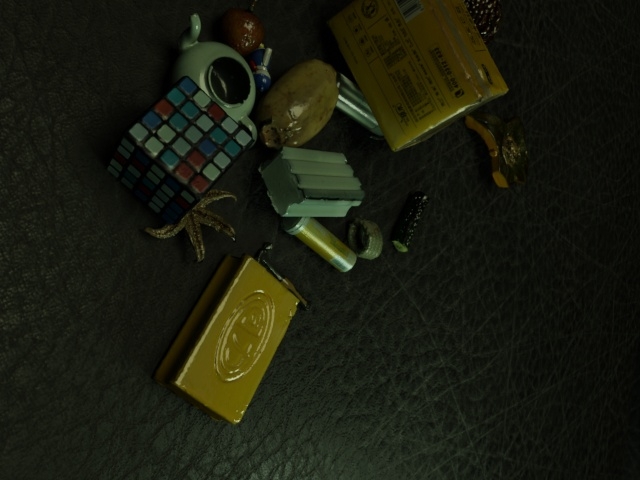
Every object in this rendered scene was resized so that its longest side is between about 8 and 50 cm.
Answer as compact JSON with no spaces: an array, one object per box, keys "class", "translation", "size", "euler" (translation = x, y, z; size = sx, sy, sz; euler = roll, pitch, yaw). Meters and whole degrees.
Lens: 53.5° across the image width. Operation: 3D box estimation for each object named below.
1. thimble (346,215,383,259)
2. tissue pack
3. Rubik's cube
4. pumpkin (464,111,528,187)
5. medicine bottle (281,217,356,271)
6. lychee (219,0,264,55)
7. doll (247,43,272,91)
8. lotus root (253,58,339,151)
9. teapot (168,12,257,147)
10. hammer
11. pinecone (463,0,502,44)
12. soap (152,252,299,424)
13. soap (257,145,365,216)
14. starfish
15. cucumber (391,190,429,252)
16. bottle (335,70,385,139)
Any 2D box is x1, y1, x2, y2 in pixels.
[{"class":"thimble","translation":[0.116,-0.007,1.659],"size":[0.062,0.084,0.110],"euler":[13,63,-44]},{"class":"tissue pack","translation":[0.241,-0.458,1.587],"size":[0.228,0.293,0.382],"euler":[-23,86,-53]},{"class":"Rubik's cube","translation":[-0.273,-0.168,1.224],"size":[0.182,0.184,0.187],"euler":[43,58,-13]},{"class":"pumpkin","translation":[0.607,-0.304,2.117],"size":[0.290,0.095,0.258],"euler":[-11,91,-45]},{"class":"medicine bottle","translation":[0.000,0.000,1.567],"size":[0.218,0.074,0.074],"euler":[40,63,-36]},{"class":"lychee","translation":[-0.173,-0.481,1.414],"size":[0.114,0.101,0.140],"euler":[-24,119,-72]},{"class":"doll","translation":[-0.137,-0.388,1.440],"size":[0.057,0.099,0.143],"euler":[15,51,-30]},{"class":"lotus root","translation":[-0.045,-0.323,1.490],"size":[0.146,0.160,0.284],"euler":[29,57,9]},{"class":"teapot","translation":[-0.221,-0.323,1.341],"size":[0.193,0.129,0.294],"euler":[-44,116,-34]},{"class":"hammer","translation":[-0.089,0.099,1.510],"size":[0.201,0.021,0.078],"euler":[52,57,-26]},{"class":"pinecone","translation":[0.444,-0.669,1.928],"size":[0.221,0.221,0.222],"euler":[3,86,-42]},{"class":"soap","translation":[-0.188,0.207,1.364],"size":[0.204,0.096,0.325],"euler":[43,61,-31]},{"class":"soap","translation":[-0.018,-0.132,1.490],"size":[0.261,0.094,0.150],"euler":[-3,60,-52]},{"class":"starfish","translation":[-0.276,-0.065,1.331],"size":[0.238,0.057,0.213],"euler":[46,52,-9]},{"class":"cucumber","translation":[0.256,-0.058,1.810],"size":[0.058,0.058,0.187],"euler":[42,61,-32]},{"class":"bottle","translation":[0.102,-0.348,1.674],"size":[0.253,0.079,0.096],"euler":[25,98,-39]}]
